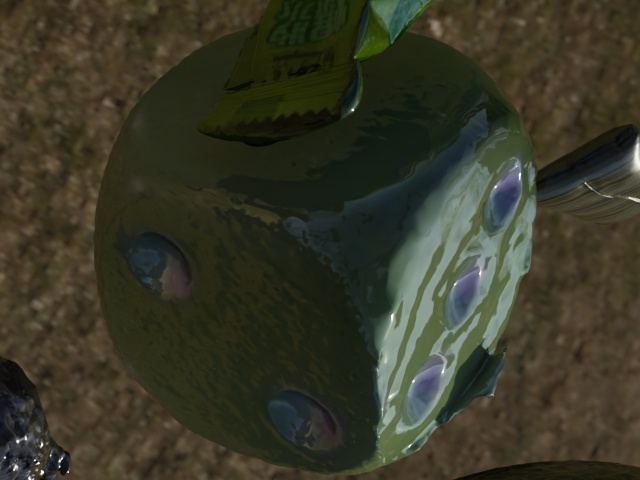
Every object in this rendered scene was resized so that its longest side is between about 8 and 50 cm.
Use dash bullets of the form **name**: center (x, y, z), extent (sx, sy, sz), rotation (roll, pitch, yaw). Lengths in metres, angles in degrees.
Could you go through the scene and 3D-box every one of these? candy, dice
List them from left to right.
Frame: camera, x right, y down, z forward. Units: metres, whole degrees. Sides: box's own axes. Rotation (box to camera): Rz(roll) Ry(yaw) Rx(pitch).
- **dice**: center (0.000, 0.000, 1.258), extent (0.252, 0.254, 0.250), rotation (-47, 141, -40)
- **candy**: center (0.025, -0.161, 1.110), extent (0.246, 0.149, 0.069), rotation (-49, 113, -31)

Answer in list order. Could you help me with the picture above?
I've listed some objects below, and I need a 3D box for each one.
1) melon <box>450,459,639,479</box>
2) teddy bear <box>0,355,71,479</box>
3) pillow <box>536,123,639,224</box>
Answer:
- **melon**: center (0.048, 0.120, 0.386), extent (0.192, 0.139, 0.139), rotation (-22, 131, -3)
- **teddy bear**: center (-0.240, 0.112, 0.970), extent (0.177, 0.190, 0.140), rotation (43, 48, -59)
- **pillow**: center (0.235, -0.047, 1.373), extent (0.113, 0.038, 0.203), rotation (-29, 162, 24)
